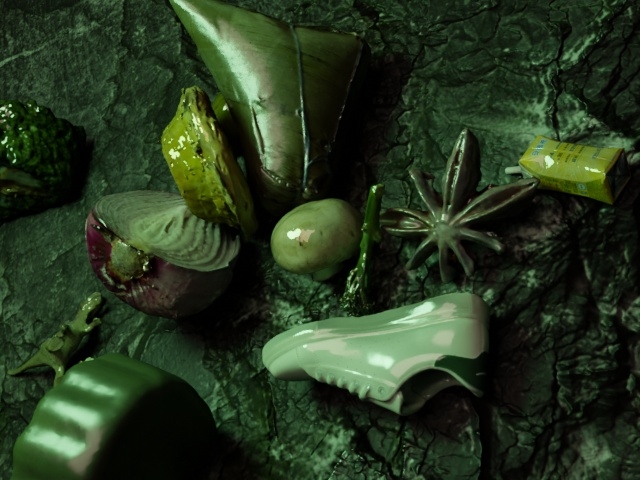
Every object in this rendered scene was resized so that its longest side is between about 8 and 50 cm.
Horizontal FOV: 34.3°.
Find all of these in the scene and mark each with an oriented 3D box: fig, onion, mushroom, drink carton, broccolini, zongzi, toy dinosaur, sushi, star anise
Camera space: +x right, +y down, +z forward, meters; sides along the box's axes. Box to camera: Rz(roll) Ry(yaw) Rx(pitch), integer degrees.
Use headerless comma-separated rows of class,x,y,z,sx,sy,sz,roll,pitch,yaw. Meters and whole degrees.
fig,-0.176,-0.185,1.976,0.236,0.124,0.124,-59,44,20
onion,-0.265,0.021,1.847,0.267,0.349,0.159,32,117,10
mushroom,0.000,0.000,1.700,0.166,0.127,0.166,-25,15,7
drink carton,0.358,-0.113,1.559,0.200,0.074,0.084,15,57,39
broccolini,0.067,0.017,1.626,0.067,0.058,0.216,34,121,59
zongzi,-0.129,-0.243,1.800,0.174,0.393,0.356,136,150,-64
toy dinosaur,-0.499,0.210,1.949,0.251,0.072,0.200,-53,19,8
sushi,-0.704,-0.179,2.198,0.352,0.294,0.178,-12,61,27
star anise,0.212,-0.043,1.594,0.257,0.111,0.198,-45,70,24

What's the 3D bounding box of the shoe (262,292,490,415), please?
shoe,0.082,0.194,1.531,0.363,0.132,0.160,-15,60,23

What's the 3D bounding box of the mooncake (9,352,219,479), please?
mooncake,-0.320,0.351,1.582,0.187,0.351,0.351,16,72,28

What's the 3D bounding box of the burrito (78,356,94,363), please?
burrito,-0.378,0.254,1.870,0.045,0.041,0.185,-25,32,-38

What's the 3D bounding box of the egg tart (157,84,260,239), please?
egg tart,-0.199,-0.128,1.795,0.116,0.295,0.295,-23,49,-4
